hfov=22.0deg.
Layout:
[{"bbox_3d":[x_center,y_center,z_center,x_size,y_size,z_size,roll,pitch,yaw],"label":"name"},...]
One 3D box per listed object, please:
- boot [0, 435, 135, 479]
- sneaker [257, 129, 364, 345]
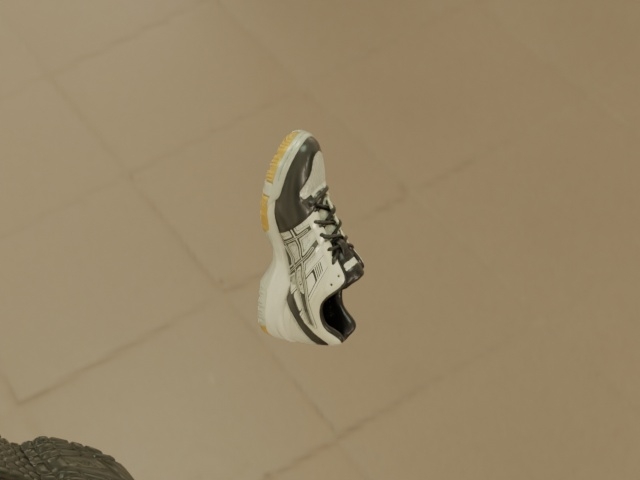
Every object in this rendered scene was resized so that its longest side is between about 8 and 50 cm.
[{"bbox_3d":[-0.232,0.186,0.996,0.161,0.246,0.083,-57,38,8],"label":"boot"},{"bbox_3d":[0.000,0.000,0.587,0.037,0.083,0.032,15,34,23],"label":"sneaker"}]
